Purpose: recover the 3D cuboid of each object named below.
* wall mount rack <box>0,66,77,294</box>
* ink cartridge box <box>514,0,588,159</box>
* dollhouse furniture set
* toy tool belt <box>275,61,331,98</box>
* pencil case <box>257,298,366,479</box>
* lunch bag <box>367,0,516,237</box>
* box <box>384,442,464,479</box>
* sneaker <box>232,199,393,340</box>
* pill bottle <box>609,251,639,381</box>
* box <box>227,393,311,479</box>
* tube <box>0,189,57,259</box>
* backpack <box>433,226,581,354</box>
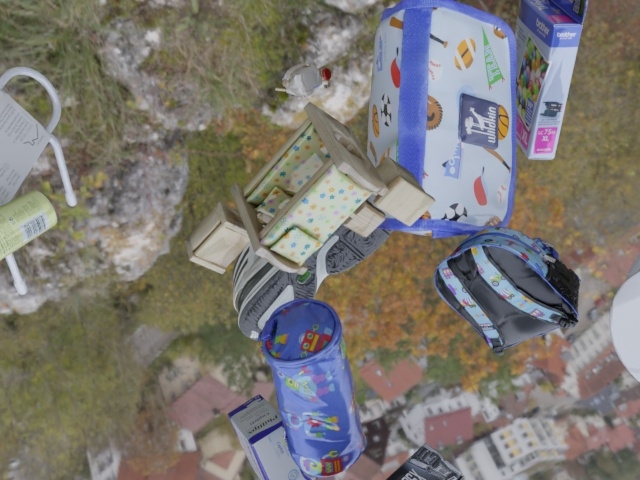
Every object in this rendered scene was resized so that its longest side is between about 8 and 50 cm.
[{"bbox_3d":[-0.506,-0.094,1.151,0.130,0.350,0.304,-14,134,33],"label":"wall mount rack"},{"bbox_3d":[0.413,-0.332,1.365,0.065,0.186,0.311,-1,125,-6],"label":"ink cartridge box"},{"bbox_3d":[0.000,0.000,0.673,0.161,0.101,0.182,27,116,-40],"label":"dollhouse furniture set"},{"bbox_3d":[-0.027,-0.240,1.087,0.051,0.052,0.083,-4,-161,39],"label":"toy tool belt"},{"bbox_3d":[-0.012,0.228,1.088,0.133,0.119,0.306,-2,130,11],"label":"pencil case"},{"bbox_3d":[0.182,-0.165,1.124,0.239,0.328,0.385,2,180,16],"label":"lunch bag"},{"bbox_3d":[0.056,0.459,1.031,0.242,0.076,0.307,-17,140,-55],"label":"box"},{"bbox_3d":[-0.037,-0.025,1.508,0.447,0.257,0.169,-45,126,9],"label":"sneaker"},{"bbox_3d":[0.457,0.056,0.796,0.334,0.188,0.188,-16,153,-43],"label":"pill bottle"},{"bbox_3d":[-0.091,0.359,1.263,0.072,0.137,0.126,-28,109,-19],"label":"box"},{"bbox_3d":[-0.478,0.010,0.993,0.240,0.070,0.062,-42,165,-40],"label":"tube"},{"bbox_3d":[0.250,0.053,0.999,0.173,0.117,0.158,42,135,-15],"label":"backpack"}]
